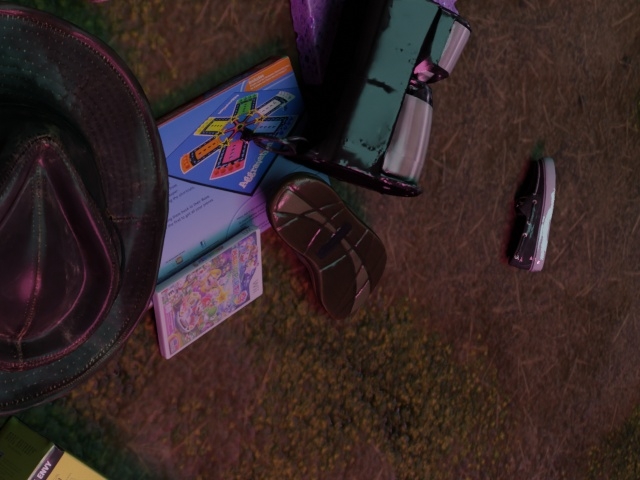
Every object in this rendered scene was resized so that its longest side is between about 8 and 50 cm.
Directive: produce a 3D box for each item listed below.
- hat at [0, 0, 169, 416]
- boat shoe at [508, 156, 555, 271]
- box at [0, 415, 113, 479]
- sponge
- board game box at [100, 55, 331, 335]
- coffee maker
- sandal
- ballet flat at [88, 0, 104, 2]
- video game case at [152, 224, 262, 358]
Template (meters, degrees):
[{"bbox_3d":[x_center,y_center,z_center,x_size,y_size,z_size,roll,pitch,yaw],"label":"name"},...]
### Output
[{"bbox_3d":[-0.230,-0.007,0.769,0.331,0.134,0.331,-7,105,-30],"label":"hat"},{"bbox_3d":[0.256,-0.033,1.268,0.040,0.049,0.142,8,86,-3],"label":"boat shoe"},{"bbox_3d":[-0.183,0.241,0.903,0.232,0.087,0.058,46,69,-37],"label":"box"},{"bbox_3d":[0.060,-0.236,1.075,0.210,0.031,0.117,-21,110,-37],"label":"sponge"},{"bbox_3d":[-0.115,-0.048,0.955,0.281,0.027,0.145,-34,119,-32],"label":"board game box"},{"bbox_3d":[0.043,-0.147,0.976,0.171,0.120,0.178,20,85,-41],"label":"coffee maker"},{"bbox_3d":[0.000,0.000,1.036,0.090,0.060,0.219,-44,139,-3],"label":"sandal"},{"bbox_3d":[-0.098,-0.318,0.882,0.106,0.108,0.316,34,76,-46],"label":"ballet flat"},{"bbox_3d":[-0.102,0.047,0.968,0.122,0.011,0.087,-35,142,-32],"label":"video game case"}]
